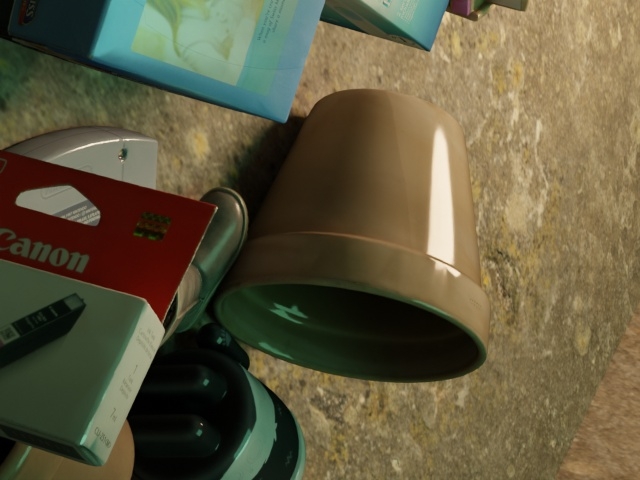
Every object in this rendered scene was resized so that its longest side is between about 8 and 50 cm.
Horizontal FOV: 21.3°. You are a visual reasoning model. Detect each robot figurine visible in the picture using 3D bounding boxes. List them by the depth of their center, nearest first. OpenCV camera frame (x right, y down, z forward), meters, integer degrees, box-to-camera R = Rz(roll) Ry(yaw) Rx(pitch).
[{"bbox_3d":[-0.125,0.225,1.935,0.209,0.173,0.278,-49,149,-4],"label":"robot figurine"}]

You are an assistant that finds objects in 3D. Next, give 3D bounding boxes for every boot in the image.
[{"bbox_3d":[-0.148,0.032,1.804,0.208,0.076,0.189,2,108,-78],"label":"boot"}]

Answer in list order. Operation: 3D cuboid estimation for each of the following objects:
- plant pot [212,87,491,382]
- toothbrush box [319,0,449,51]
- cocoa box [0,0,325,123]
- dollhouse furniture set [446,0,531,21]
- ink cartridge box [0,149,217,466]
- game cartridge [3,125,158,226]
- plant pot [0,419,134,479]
[{"bbox_3d":[0.058,-0.015,2.008,0.323,0.323,0.280,50,47,-59],"label":"plant pot"},{"bbox_3d":[-0.011,-0.313,1.747,0.295,0.216,0.126,24,86,-63],"label":"toothbrush box"},{"bbox_3d":[-0.124,-0.307,1.476,0.231,0.228,0.347,15,94,-44],"label":"cocoa box"},{"bbox_3d":[0.173,-0.347,2.077,0.303,0.198,0.286,-41,140,-43],"label":"dollhouse furniture set"},{"bbox_3d":[-0.251,0.030,1.361,0.060,0.275,0.239,66,43,-60],"label":"ink cartridge box"},{"bbox_3d":[-0.267,-0.004,1.657,0.294,0.060,0.196,-29,135,-52],"label":"game cartridge"},{"bbox_3d":[-0.283,0.171,1.488,0.263,0.263,0.229,-64,146,-13],"label":"plant pot"}]
